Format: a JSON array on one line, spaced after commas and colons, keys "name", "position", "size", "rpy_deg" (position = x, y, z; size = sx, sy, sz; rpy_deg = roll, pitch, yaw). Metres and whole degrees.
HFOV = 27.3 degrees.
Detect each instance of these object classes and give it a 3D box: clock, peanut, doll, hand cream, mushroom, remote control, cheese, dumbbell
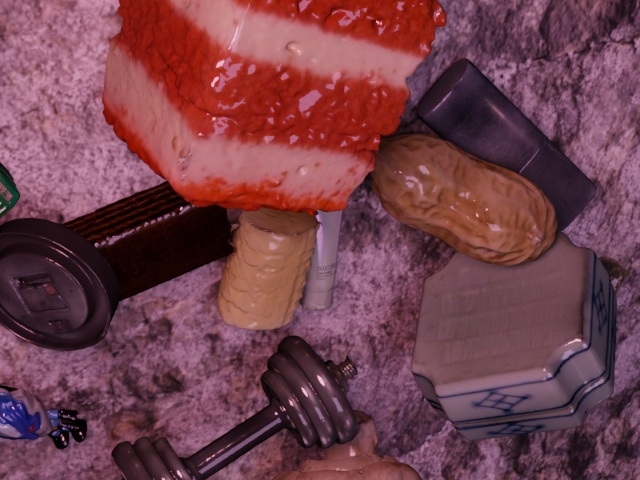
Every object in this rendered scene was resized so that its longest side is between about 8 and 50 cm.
[{"name": "clock", "position": [-0.329, 0.052, 1.582], "size": [0.040, 0.184, 0.185], "rpy_deg": [-64, 153, -48]}, {"name": "peanut", "position": [0.195, -0.057, 1.850], "size": [0.325, 0.153, 0.140], "rpy_deg": [22, 116, -31]}, {"name": "doll", "position": [-0.392, 0.226, 1.714], "size": [0.096, 0.070, 0.195], "rpy_deg": [-28, 143, 27]}, {"name": "hand cream", "position": [0.000, 0.000, 1.839], "size": [0.078, 0.050, 0.205], "rpy_deg": [-12, 120, -28]}, {"name": "mushroom", "position": [0.038, 0.377, 2.024], "size": [0.253, 0.234, 0.260], "rpy_deg": [-3, 167, 1]}, {"name": "remote control", "position": [0.281, -0.130, 1.942], "size": [0.107, 0.044, 0.377], "rpy_deg": [-46, 133, 9]}, {"name": "cheese", "position": [-0.072, 0.033, 1.782], "size": [0.123, 0.094, 0.167], "rpy_deg": [-12, 130, -39]}, {"name": "dumbbell", "position": [-0.120, 0.285, 1.856], "size": [0.406, 0.179, 0.179], "rpy_deg": [-33, 132, -12]}]

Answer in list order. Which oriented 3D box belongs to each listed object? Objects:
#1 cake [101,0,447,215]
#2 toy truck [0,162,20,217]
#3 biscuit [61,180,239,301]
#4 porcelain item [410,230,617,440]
[{"name": "cake", "position": [-0.069, -0.218, 1.500], "size": [0.270, 0.269, 0.320], "rpy_deg": [7, 116, -37]}, {"name": "toy truck", "position": [-0.417, -0.033, 1.518], "size": [0.147, 0.079, 0.065], "rpy_deg": [-42, 133, -6]}, {"name": "biscuit", "position": [-0.224, 0.001, 1.673], "size": [0.252, 0.070, 0.106], "rpy_deg": [-24, 130, -18]}, {"name": "porcelain item", "position": [0.287, 0.143, 1.934], "size": [0.285, 0.281, 0.157], "rpy_deg": [-13, 134, 25]}]
